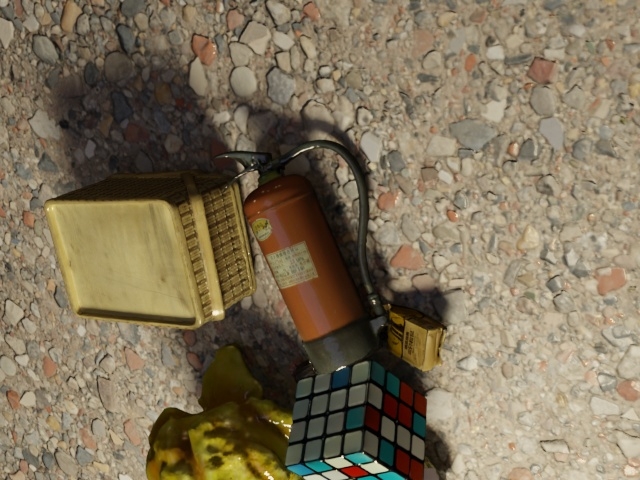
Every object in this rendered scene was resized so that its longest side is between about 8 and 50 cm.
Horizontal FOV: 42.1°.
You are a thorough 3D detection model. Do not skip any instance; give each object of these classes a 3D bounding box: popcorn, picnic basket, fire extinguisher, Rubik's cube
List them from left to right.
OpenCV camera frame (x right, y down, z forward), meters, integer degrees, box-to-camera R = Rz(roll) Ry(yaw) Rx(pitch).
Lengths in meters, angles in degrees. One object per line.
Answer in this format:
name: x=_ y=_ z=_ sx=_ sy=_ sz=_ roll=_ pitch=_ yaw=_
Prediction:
picnic basket: x=-0.271 y=0.010 z=1.386 sx=0.313 sy=0.175 sz=0.228 roll=2 pitch=110 yaw=34
popcorn: x=-0.122 y=0.356 z=1.374 sx=0.326 sy=0.290 sz=0.321 roll=-11 pitch=100 yaw=3
fire extinguisher: x=-0.003 y=0.001 z=1.275 sx=0.200 sy=0.113 sz=0.376 roll=-26 pitch=91 yaw=-6
Rubik's cube: x=0.057 y=0.296 z=1.281 sx=0.154 sy=0.155 sz=0.151 roll=-23 pitch=134 yaw=35

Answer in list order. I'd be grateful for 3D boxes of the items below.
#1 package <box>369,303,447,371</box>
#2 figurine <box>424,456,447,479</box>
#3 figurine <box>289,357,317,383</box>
package: x=0.133 y=0.144 z=1.276 sx=0.131 sy=0.047 sz=0.071 roll=23 pitch=119 yaw=50
figurine: x=0.128 y=0.435 z=1.334 sx=0.184 sy=0.128 sz=0.208 roll=-36 pitch=52 yaw=34
figurine: x=0.002 y=0.203 z=1.372 sx=0.072 sy=0.054 sz=0.129 roll=49 pitch=122 yaw=10
